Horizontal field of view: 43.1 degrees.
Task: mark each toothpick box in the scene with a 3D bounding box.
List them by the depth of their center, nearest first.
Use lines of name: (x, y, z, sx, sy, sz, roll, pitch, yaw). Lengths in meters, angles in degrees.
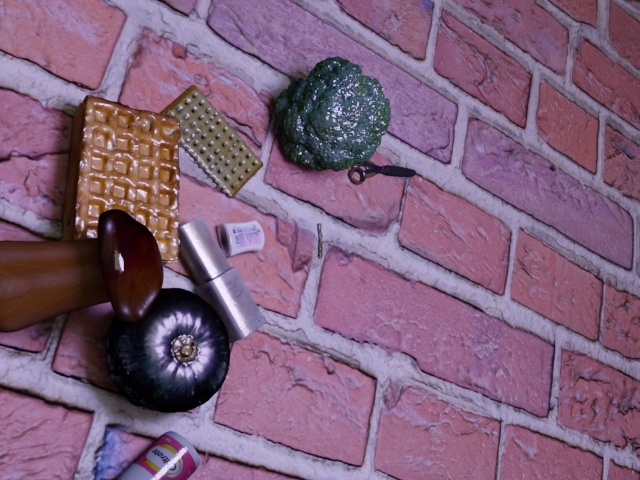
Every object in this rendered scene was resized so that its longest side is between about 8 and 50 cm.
toothpick box: (-0.411, 0.056, 1.340, 0.295, 0.192, 0.192, -9, 80, -3)

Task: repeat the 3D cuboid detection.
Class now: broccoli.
broccoli: (0.030, -0.284, 1.823, 0.269, 0.270, 0.270, 63, 16, -4)

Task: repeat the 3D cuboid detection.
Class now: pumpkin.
pumpkin: (-0.273, 0.199, 1.471, 0.233, 0.163, 0.233, 10, 72, -31)

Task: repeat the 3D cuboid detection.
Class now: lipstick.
lipstick: (-0.208, 0.077, 1.612, 0.079, 0.077, 0.252, -34, 97, -39)

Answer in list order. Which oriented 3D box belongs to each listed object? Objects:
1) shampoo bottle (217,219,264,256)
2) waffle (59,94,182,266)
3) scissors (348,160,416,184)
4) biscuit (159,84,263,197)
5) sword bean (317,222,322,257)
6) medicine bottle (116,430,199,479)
shampoo bottle: (-0.161, -0.007, 1.696, 0.099, 0.043, 0.072, -9, 82, -39)
waffle: (-0.372, -0.109, 1.542, 0.213, 0.091, 0.307, 11, 71, -35)
scissors: (0.154, -0.175, 2.003, 0.220, 0.017, 0.088, 3, 74, -37)
biscuit: (-0.231, -0.210, 1.726, 0.231, 0.016, 0.139, 49, 52, -15)
sword bean: (0.000, 0.000, 1.836, 0.012, 0.012, 0.083, 11, 69, -34)
medicine bottle: (-0.312, 0.435, 1.413, 0.217, 0.090, 0.090, -43, 103, -37)
